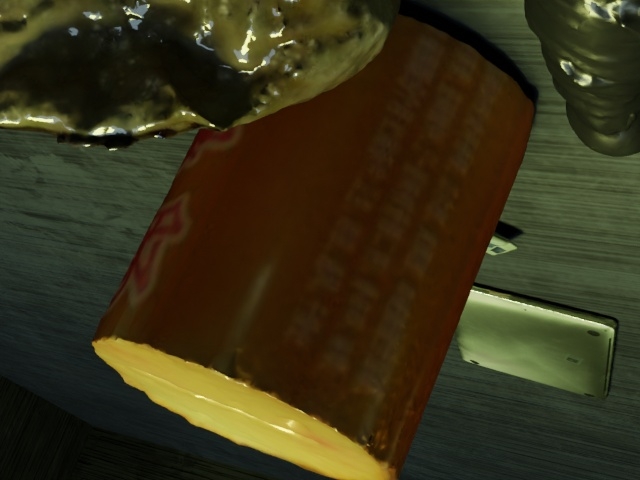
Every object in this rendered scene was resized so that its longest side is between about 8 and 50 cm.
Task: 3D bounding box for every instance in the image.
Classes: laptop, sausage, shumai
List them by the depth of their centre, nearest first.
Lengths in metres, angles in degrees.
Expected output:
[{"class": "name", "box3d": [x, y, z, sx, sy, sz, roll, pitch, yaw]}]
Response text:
[{"class": "shumai", "box3d": [-0.128, -0.220, 0.602, 0.346, 0.217, 0.283, 5, 126, 12]}, {"class": "sausage", "box3d": [0.000, 0.000, 0.790, 0.233, 0.287, 0.233, 22, 159, 9]}, {"class": "laptop", "box3d": [0.240, 0.119, 1.266, 0.187, 0.015, 0.269, 14, 160, 18]}]

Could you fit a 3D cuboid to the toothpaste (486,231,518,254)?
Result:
[{"class": "toothpaste", "box3d": [0.086, -0.027, 1.007, 0.197, 0.035, 0.057, 22, 167, -13]}]

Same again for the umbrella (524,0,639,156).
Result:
[{"class": "umbrella", "box3d": [0.131, -0.160, 0.513, 0.113, 0.106, 0.358, 20, 161, 26]}]
